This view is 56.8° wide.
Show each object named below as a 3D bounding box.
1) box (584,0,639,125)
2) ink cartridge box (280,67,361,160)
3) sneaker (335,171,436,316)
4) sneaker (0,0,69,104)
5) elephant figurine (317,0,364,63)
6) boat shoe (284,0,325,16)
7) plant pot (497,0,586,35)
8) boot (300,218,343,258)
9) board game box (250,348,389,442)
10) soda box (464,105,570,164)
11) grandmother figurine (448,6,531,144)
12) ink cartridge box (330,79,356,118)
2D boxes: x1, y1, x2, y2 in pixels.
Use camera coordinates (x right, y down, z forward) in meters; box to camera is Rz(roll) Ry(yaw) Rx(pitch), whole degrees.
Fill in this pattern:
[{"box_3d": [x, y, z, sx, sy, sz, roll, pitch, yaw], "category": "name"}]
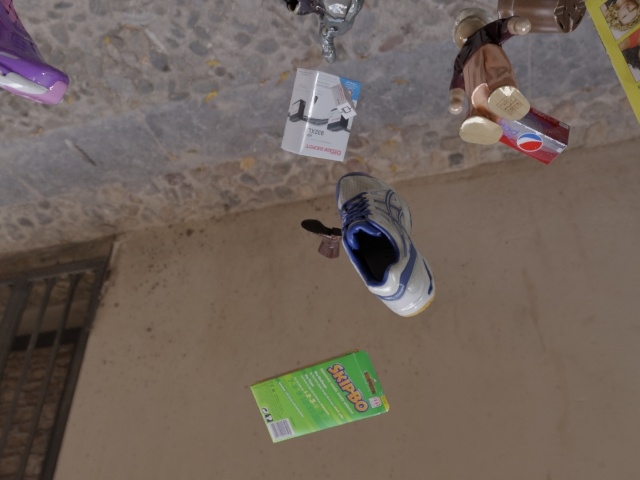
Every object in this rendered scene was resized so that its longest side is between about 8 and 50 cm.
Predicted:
[{"box_3d": [0.278, -0.110, 0.448, 0.087, 0.232, 0.058, 22, 139, -29], "category": "box"}, {"box_3d": [0.002, -0.468, 2.227, 0.223, 0.129, 0.308, 3, 105, -39], "category": "ink cartridge box"}, {"box_3d": [0.085, -0.022, 0.947, 0.112, 0.296, 0.131, -40, 139, 16], "category": "sneaker"}, {"box_3d": [-0.331, -0.224, 0.572, 0.236, 0.105, 0.095, 36, 180, 10], "category": "sneaker"}, {"box_3d": [0.044, -0.625, 1.559, 0.239, 0.169, 0.186, 50, 158, -20], "category": "elephant figurine"}, {"box_3d": [-0.061, -0.694, 1.703, 0.285, 0.092, 0.102, 22, -178, -39], "category": "boat shoe"}, {"box_3d": [0.569, -0.599, 1.505, 0.166, 0.165, 0.167, -16, 121, -29], "category": "plant pot"}, {"box_3d": [0.000, 0.000, 1.423, 0.106, 0.037, 0.114, 19, 151, 5], "category": "boot"}, {"box_3d": [-0.002, 0.297, 1.133, 0.259, 0.124, 0.039, -22, 180, 25], "category": "board game box"}, {"box_3d": [0.524, -0.309, 1.583, 0.263, 0.083, 0.092, 26, 147, -4], "category": "soda box"}, {"box_3d": [0.301, -0.332, 1.095, 0.104, 0.342, 0.207, 33, 127, -27], "category": "grandmother figurine"}, {"box_3d": [0.046, -0.293, 1.232, 0.028, 0.048, 0.083, -20, 163, 15], "category": "ink cartridge box"}]
